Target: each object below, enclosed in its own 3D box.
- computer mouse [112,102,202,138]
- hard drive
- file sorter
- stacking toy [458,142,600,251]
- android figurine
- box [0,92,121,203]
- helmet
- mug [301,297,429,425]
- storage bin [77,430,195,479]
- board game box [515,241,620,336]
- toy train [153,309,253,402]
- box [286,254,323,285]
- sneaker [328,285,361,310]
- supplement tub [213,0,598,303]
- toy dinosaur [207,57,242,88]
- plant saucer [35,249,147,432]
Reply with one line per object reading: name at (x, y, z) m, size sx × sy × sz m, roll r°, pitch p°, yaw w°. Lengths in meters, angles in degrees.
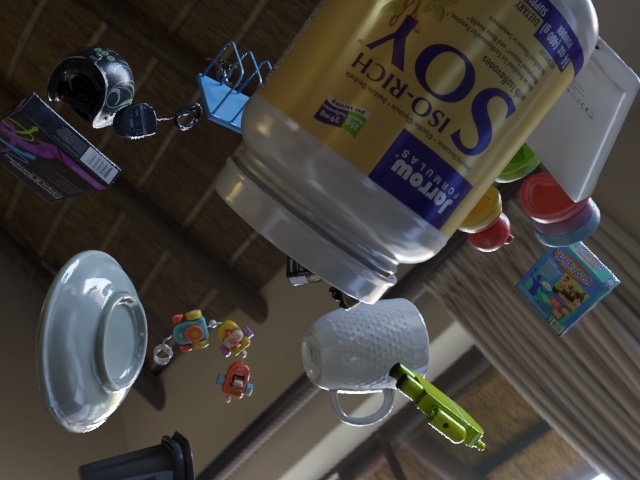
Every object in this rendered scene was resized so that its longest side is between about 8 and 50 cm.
computer mouse at (-0.349, -0.262, 1.479) m, size 0.242 × 0.041 × 0.071 m, roll -21°, pitch -67°, yaw -51°
hard drive at (0.414, -0.222, 1.156) m, size 0.040 × 0.203 × 0.307 m, roll -26°, pitch -27°, yaw -6°
file sorter at (-0.115, -0.258, 1.230) m, size 0.170 × 0.118 × 0.104 m, roll 19°, pitch -53°, yaw -39°
stacking toy at (0.461, -0.095, 1.483) m, size 0.130 × 0.309 × 0.279 m, roll 53°, pitch -125°, yaw -32°
android figurine at (0.282, 0.399, 1.639) m, size 0.273 × 0.248 × 0.056 m, roll 40°, pitch -87°, yaw -11°
box at (-0.303, -0.093, 0.754) m, size 0.116 × 0.162 × 0.029 m, roll 45°, pitch -121°, yaw -29°
helmet at (-0.467, -0.317, 1.433) m, size 0.169 × 0.161 × 0.169 m, roll 2°, pitch -74°, yaw 8°
mug at (0.125, 0.378, 2.110) m, size 0.328 × 0.276 × 0.374 m, roll -5°, pitch -88°, yaw -23°
storage bin at (-0.159, 0.242, 0.597) m, size 0.091 × 0.135 × 0.098 m, roll -3°, pitch -4°, yaw -23°
board game box at (0.561, 0.101, 1.589) m, size 0.047 × 0.160 × 0.210 m, roll -24°, pitch -25°, yaw -31°
toy train at (-0.169, 0.180, 1.073) m, size 0.166 × 0.046 × 0.125 m, roll 25°, pitch -91°, yaw -14°
box at (0.000, 0.000, 1.796) m, size 0.175 × 0.220 × 0.051 m, roll -10°, pitch -35°, yaw 12°
sneaker at (0.047, 0.094, 1.542) m, size 0.075 × 0.170 × 0.063 m, roll -45°, pitch -51°, yaw 11°
supplement tub at (0.074, -0.129, 0.675) m, size 0.241 × 0.241 × 0.331 m, roll 31°, pitch -82°, yaw -42°
toy dinosaur at (-0.189, -0.313, 1.371) m, size 0.047 × 0.090 × 0.082 m, roll 5°, pitch -78°, yaw -52°
plant saucer at (-0.473, 0.222, 1.528) m, size 0.100 × 0.400 × 0.400 m, roll 1°, pitch -44°, yaw 11°
